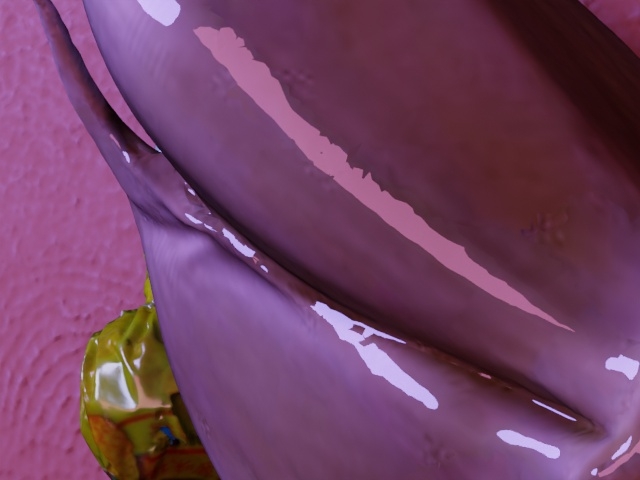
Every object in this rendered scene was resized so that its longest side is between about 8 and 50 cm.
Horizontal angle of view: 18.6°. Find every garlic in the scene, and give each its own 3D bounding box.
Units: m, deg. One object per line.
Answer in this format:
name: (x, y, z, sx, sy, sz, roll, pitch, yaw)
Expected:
garlic: (0.000, 0.000, 0.682, 0.340, 0.246, 0.231, 39, 111, 7)

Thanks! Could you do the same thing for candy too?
candy: (-0.062, -0.020, 0.819, 0.073, 0.077, 0.262, -8, 70, 23)
